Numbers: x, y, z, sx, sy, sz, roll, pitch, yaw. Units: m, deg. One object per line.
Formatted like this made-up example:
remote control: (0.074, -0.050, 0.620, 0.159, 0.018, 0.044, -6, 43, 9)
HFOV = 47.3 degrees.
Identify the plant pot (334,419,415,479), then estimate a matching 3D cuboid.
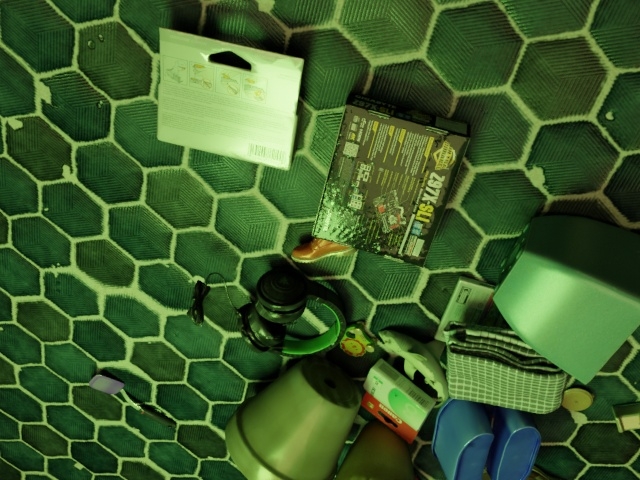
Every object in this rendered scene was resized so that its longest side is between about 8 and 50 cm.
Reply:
plant pot: (0.158, 0.623, 1.980, 0.237, 0.254, 0.237, 7, 127, 9)

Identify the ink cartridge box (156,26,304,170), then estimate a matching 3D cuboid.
ink cartridge box: (-0.184, -0.296, 1.499, 0.296, 0.066, 0.261, 14, 128, 3)

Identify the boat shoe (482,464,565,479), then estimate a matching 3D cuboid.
boat shoe: (0.579, 0.707, 2.020, 0.342, 0.123, 0.123, 24, 128, -4)

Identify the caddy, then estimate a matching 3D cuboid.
caddy: (0.418, 0.503, 1.880, 0.241, 0.179, 0.341, -5, 128, -9)

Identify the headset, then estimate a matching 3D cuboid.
headset: (-0.124, 0.190, 1.772, 0.394, 0.185, 0.243, 22, 129, -17)

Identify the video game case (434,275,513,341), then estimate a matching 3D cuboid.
video game case: (0.390, 0.187, 1.744, 0.183, 0.023, 0.201, 16, 127, 2)

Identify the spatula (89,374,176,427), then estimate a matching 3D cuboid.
spatula: (-0.562, 0.491, 2.205, 0.296, 0.030, 0.084, 38, 127, -15)

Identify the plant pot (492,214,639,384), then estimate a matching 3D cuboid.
plant pot: (0.506, 0.092, 1.514, 0.252, 0.247, 0.248, 26, 128, 5)

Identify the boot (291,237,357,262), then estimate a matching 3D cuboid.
boot: (0.000, 0.000, 1.685, 0.158, 0.059, 0.085, -13, 119, 13)

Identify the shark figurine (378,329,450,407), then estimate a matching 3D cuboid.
shark figurine: (0.285, 0.310, 1.820, 0.278, 0.116, 0.166, 51, 156, -14)

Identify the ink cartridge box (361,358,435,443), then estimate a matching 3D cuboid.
ink cartridge box: (0.186, 0.436, 1.907, 0.181, 0.056, 0.225, 36, 136, 19)

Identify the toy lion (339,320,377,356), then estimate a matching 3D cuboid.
toy lion: (0.088, 0.256, 1.869, 0.096, 0.034, 0.100, -16, 121, 33)

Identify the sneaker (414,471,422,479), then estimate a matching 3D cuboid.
sneaker: (0.196, 0.738, 2.175, 0.262, 0.104, 0.125, -17, 138, 29)

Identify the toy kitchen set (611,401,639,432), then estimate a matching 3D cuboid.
toy kitchen set: (0.840, 0.491, 1.823, 0.166, 0.122, 0.207, -16, 101, 24)

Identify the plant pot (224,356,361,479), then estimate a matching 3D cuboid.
plant pot: (-0.043, 0.466, 1.913, 0.323, 0.323, 0.280, 31, 110, -10)

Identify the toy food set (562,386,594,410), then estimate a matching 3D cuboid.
toy food set: (0.644, 0.400, 1.840, 0.082, 0.020, 0.083, 30, 127, -9)

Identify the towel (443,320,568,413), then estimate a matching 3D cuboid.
towel: (0.424, 0.297, 1.686, 0.283, 0.121, 0.235, 8, 150, 18)

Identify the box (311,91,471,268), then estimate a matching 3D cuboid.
box: (0.140, -0.120, 1.524, 0.257, 0.079, 0.322, 15, 122, 1)
